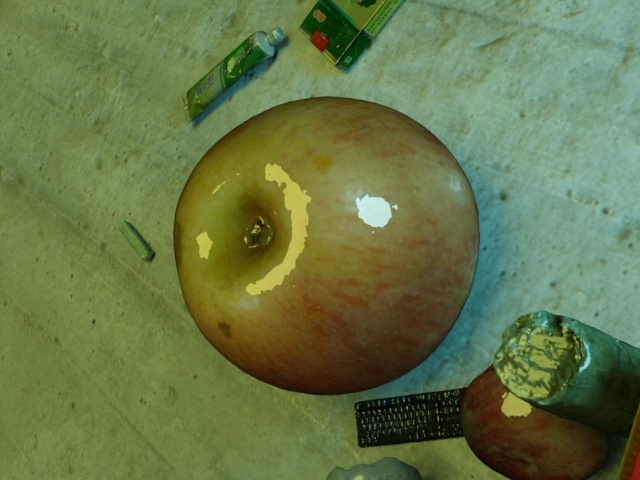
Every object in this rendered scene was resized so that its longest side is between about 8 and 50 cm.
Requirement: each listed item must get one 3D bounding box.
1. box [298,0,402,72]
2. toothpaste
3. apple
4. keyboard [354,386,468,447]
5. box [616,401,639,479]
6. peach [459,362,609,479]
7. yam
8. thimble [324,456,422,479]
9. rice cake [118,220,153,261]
[{"bbox_3d":[0.072,-0.385,1.319,0.235,0.034,0.132,-50,48,16],"label":"box"},{"bbox_3d":[-0.157,-0.290,1.481,0.248,0.047,0.078,-31,53,32],"label":"toothpaste"},{"bbox_3d":[0.000,0.000,1.031,0.363,0.364,0.364,-17,63,36],"label":"apple"},{"bbox_3d":[0.122,0.216,1.052,0.195,0.018,0.060,-17,66,37],"label":"keyboard"},{"bbox_3d":[0.340,0.167,0.719,0.074,0.239,0.153,9,80,43],"label":"box"},{"bbox_3d":[0.219,0.184,0.902,0.152,0.152,0.152,-17,63,36],"label":"peach"},{"bbox_3d":[0.270,0.134,0.790,0.093,0.259,0.093,-27,52,41],"label":"yam"},{"bbox_3d":[0.057,0.327,0.989,0.151,0.127,0.118,-31,54,28],"label":"thimble"},{"bbox_3d":[-0.333,0.000,1.539,0.121,0.021,0.022,42,107,45],"label":"rice cake"}]
